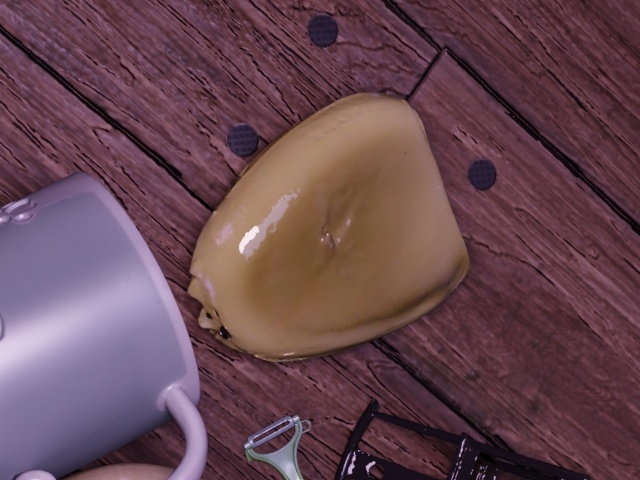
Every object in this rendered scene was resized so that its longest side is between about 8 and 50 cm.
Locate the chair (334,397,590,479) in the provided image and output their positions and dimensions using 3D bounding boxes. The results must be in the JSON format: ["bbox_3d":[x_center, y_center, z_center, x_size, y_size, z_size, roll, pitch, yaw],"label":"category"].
[{"bbox_3d":[0.156,0.290,2.105,0.260,0.141,0.154,17,79,21],"label":"chair"}]

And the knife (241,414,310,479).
[{"bbox_3d":[-0.016,0.270,2.075,0.078,0.022,0.166,-28,96,-5],"label":"knife"}]

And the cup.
[{"bbox_3d":[-0.267,0.141,1.801,0.275,0.259,0.356,-26,56,-19],"label":"cup"}]

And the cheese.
[{"bbox_3d":[0.000,0.000,2.035,0.316,0.128,0.259,-26,102,-21],"label":"cheese"}]

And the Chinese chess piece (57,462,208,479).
[{"bbox_3d":[-0.186,0.383,1.890,0.338,0.140,0.338,-2,102,-9],"label":"Chinese chess piece"}]
